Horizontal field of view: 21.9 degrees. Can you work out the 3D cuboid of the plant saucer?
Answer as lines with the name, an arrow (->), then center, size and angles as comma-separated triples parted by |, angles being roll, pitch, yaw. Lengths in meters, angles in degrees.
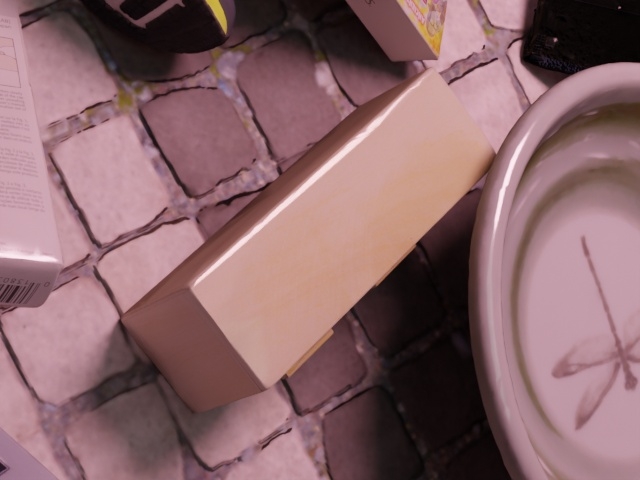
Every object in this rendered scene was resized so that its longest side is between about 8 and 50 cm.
plant saucer -> 0.233, 0.070, 1.253 | 0.400, 0.100, 0.400 | 9, 76, -39

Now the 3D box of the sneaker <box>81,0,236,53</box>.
sneaker -> -0.141, -0.265, 1.125 | 0.121, 0.111, 0.300 | -40, 101, -38

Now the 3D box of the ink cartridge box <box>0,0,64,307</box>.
ink cartridge box -> -0.263, -0.069, 1.023 | 0.181, 0.056, 0.225 | 7, 49, -32

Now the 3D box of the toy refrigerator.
toy refrigerator -> 0.000, 0.000, 1.138 | 0.269, 0.102, 0.094 | -43, 101, -35

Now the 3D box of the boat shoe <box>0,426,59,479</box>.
boat shoe -> -0.239, 0.125, 0.952 | 0.258, 0.084, 0.095 | 46, 27, 14

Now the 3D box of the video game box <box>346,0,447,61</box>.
video game box -> 0.046, -0.261, 1.219 | 0.205, 0.048, 0.187 | 45, 47, -55

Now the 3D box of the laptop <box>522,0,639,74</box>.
laptop -> 0.317, -0.238, 1.390 | 0.234, 0.136, 0.264 | 14, 88, 10
